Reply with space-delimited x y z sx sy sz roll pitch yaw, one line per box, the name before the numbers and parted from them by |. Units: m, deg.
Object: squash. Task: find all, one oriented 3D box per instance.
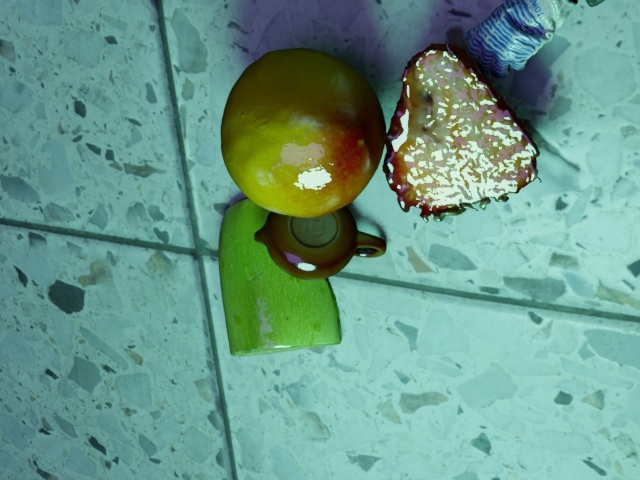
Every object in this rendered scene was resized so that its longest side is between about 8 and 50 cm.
squash | -0.105 0.074 1.894 0.233 0.210 0.309 -13 79 35

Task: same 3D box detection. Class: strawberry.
strawberry | 0.210 -0.176 1.529 0.253 0.150 0.280 -35 101 31

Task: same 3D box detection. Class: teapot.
teapot | 0.000 0.000 1.753 0.252 0.178 0.135 9 158 -6

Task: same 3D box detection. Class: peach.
peach | -0.026 -0.168 1.568 0.308 0.289 0.289 47 132 34

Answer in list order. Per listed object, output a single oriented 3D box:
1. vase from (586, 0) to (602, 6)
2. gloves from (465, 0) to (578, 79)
vase | 0.376 -0.453 1.343 0.086 0.086 0.214 -32 91 37
gloves | 0.302 -0.328 1.446 0.229 0.097 0.119 -49 53 44
